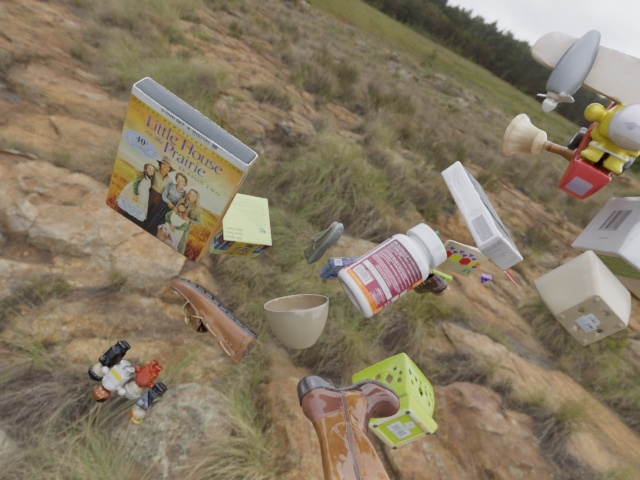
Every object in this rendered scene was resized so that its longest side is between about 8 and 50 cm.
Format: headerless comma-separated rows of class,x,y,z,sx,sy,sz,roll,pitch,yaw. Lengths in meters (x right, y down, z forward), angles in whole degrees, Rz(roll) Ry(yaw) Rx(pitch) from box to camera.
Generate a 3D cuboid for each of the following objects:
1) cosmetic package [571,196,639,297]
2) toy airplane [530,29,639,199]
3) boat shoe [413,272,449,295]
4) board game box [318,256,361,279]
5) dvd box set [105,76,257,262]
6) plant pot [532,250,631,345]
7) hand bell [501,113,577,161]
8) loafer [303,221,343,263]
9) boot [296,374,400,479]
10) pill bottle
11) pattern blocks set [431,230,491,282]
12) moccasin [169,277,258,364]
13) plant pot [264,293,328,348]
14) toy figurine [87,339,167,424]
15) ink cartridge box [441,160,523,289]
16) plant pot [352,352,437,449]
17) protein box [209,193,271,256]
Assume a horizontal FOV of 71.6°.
cosmetic package,0.771,0.070,0.947,0.365,0.155,0.197,38,5,2
toy airplane,0.651,-0.270,0.880,0.272,0.386,0.385,-40,115,-45
boat shoe,0.352,0.134,1.473,0.073,0.073,0.207,47,-14,-7
board game box,0.100,0.128,1.804,0.194,0.194,0.060,-2,66,-20
dvd box set,-0.372,-0.150,1.133,0.307,0.420,0.062,35,43,-7
plant pot,0.429,0.103,0.720,0.109,0.109,0.096,45,32,-7
hand bell,0.644,-0.257,1.228,0.126,0.126,0.242,13,17,-45
loafer,0.000,0.000,1.877,0.094,0.251,0.087,-15,62,-53
boot,0.098,0.395,0.896,0.264,0.096,0.280,24,13,-25
pill bottle,0.158,0.062,0.975,0.121,0.221,0.121,56,-8,12
pattern blocks set,0.493,0.063,1.563,0.324,0.285,0.026,26,44,-20
moccasin,-0.384,0.266,1.506,0.380,0.147,0.139,39,-7,16
plant pot,-0.099,0.364,1.957,0.284,0.191,0.284,-4,7,1
toy figurine,-0.602,0.441,1.380,0.213,0.148,0.209,47,-7,-32
ink cartridge box,0.462,-0.044,1.219,0.261,0.066,0.296,33,33,-38
plant pot,0.261,0.568,1.538,0.228,0.227,0.207,50,20,-25
protein box,-0.313,-0.058,1.711,0.199,0.136,0.201,7,64,-35
